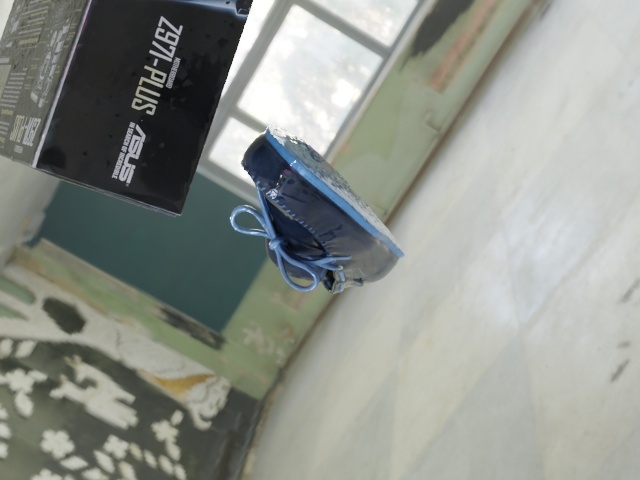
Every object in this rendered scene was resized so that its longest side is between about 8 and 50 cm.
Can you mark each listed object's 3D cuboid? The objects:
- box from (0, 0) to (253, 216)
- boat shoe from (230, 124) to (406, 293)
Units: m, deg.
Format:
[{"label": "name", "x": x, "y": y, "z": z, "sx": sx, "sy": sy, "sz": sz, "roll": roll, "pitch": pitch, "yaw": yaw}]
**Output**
[{"label": "box", "x": -0.117, "y": -0.103, "z": 0.482, "sx": 0.180, "sy": 0.077, "sz": 0.147, "roll": 16, "pitch": 87, "yaw": 58}, {"label": "boat shoe", "x": 0.000, "y": 0.000, "z": 0.695, "sx": 0.089, "sy": 0.109, "sz": 0.258, "roll": -39, "pitch": -30, "yaw": 6}]
